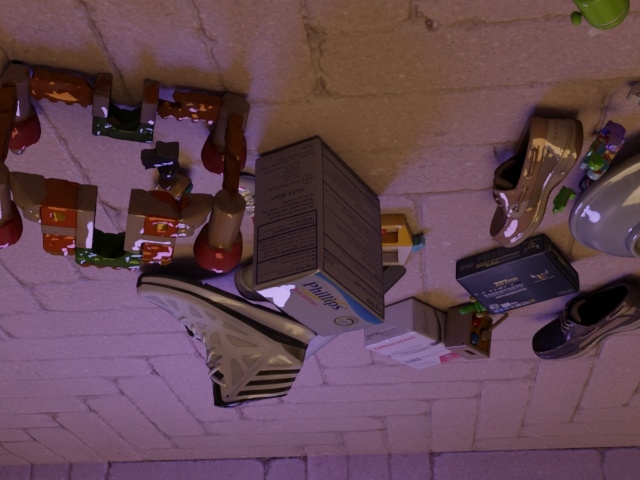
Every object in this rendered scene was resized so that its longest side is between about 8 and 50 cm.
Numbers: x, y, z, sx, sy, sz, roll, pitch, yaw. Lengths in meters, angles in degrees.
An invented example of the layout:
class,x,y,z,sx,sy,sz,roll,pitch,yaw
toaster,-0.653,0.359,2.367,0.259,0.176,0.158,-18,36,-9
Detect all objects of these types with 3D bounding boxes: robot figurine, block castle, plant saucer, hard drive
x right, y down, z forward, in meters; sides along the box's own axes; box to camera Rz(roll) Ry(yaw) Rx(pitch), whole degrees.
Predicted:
class,x,y,z,sx,sy,sz,roll,pitch,yaw
robot figurine,0.409,-0.354,1.324,0.101,0.067,0.115,-30,141,24
block castle,-0.345,-0.107,1.544,0.452,0.303,0.213,6,145,-12
plant saucer,0.699,-0.054,1.785,0.400,0.101,0.400,-9,151,-5
hard drive,0.068,0.176,2.202,0.040,0.203,0.307,48,143,1

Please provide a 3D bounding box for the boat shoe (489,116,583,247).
class,x,y,z,sx,sy,sz,roll,pitch,yaw
boat shoe,0.382,-0.114,1.731,0.110,0.122,0.341,10,140,-8

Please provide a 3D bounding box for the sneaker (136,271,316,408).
class,x,y,z,sx,sy,sz,roll,pitch,yaw
sneaker,-0.259,0.247,2.132,0.447,0.258,0.169,20,170,5

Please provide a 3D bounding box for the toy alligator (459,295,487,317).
class,x,y,z,sx,sy,sz,roll,pitch,yaw
toy alligator,0.440,0.146,2.278,0.189,0.056,0.051,-21,-170,22

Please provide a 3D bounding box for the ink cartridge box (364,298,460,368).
class,x,y,z,sx,sy,sz,roll,pitch,yaw
ink cartridge box,0.253,0.252,2.415,0.172,0.100,0.237,-24,145,37

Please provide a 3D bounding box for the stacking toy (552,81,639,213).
class,x,y,z,sx,sy,sz,roll,pitch,yaw
stacking toy,0.493,-0.154,1.570,0.052,0.221,0.167,35,152,10

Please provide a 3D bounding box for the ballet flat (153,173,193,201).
class,x,y,z,sx,sy,sz,roll,pitch,yaw
ballet flat,-0.311,-0.074,1.863,0.073,0.080,0.232,31,145,1

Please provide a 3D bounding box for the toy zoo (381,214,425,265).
class,x,y,z,sx,sy,sz,roll,pitch,yaw
toy zoo,0.087,0.004,2.029,0.293,0.030,0.192,-3,151,4

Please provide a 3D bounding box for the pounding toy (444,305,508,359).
class,x,y,z,sx,sy,sz,roll,pitch,yaw
pounding toy,0.411,0.237,2.377,0.100,0.130,0.141,-12,150,42

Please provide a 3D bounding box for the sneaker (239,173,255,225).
class,x,y,z,sx,sy,sz,roll,pitch,yaw
sneaker,-0.131,-0.073,1.838,0.057,0.075,0.161,-17,148,28

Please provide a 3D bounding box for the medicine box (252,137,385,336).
class,x,y,z,sx,sy,sz,roll,pitch,yaw
medicine box,0.000,0.000,1.747,0.149,0.289,0.263,-15,148,26

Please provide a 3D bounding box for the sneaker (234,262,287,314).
class,x,y,z,sx,sy,sz,roll,pitch,yaw
sneaker,-0.069,0.112,2.167,0.262,0.099,0.121,18,142,-32

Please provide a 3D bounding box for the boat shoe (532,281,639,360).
class,x,y,z,sx,sy,sz,roll,pitch,yaw
boat shoe,0.672,0.192,2.301,0.130,0.132,0.355,31,131,-29

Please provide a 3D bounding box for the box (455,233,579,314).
class,x,y,z,sx,sy,sz,roll,pitch,yaw
box,0.460,0.084,2.121,0.232,0.059,0.183,-20,135,32

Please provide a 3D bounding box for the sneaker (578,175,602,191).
class,x,y,z,sx,sy,sz,roll,pitch,yaw
sneaker,0.572,-0.104,1.826,0.119,0.047,0.057,14,171,-23
